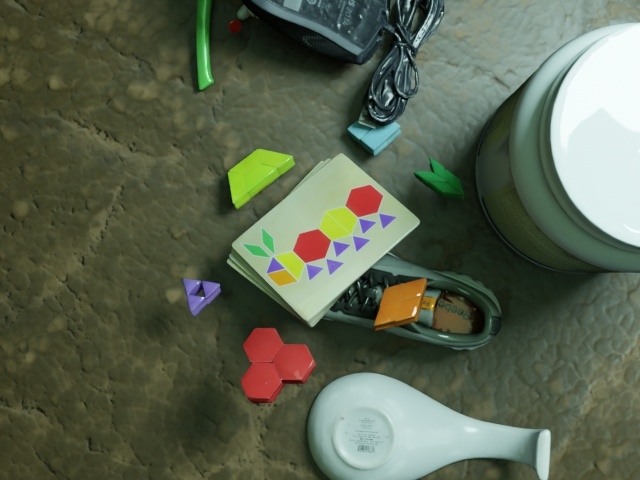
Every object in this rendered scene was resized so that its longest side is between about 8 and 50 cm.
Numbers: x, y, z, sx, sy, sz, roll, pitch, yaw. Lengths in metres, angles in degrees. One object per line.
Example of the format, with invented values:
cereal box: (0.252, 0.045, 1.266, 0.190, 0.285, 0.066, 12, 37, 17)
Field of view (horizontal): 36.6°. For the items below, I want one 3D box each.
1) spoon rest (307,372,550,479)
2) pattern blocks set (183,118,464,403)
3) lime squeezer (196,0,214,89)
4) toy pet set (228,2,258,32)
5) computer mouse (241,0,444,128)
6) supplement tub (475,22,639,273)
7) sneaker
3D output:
spoon rest: (0.120, 0.227, 1.105, 0.276, 0.084, 0.137, 4, 87, 14)
pattern blocks set: (0.000, 0.000, 1.072, 0.325, 0.026, 0.285, -34, 61, -7)
lime squeezer: (-0.179, -0.337, 1.140, 0.110, 0.059, 0.310, -34, 89, 29)
toy pet set: (-0.086, -0.323, 1.118, 0.114, 0.065, 0.122, -28, 122, -6)
computer mouse: (0.002, -0.261, 1.085, 0.272, 0.072, 0.188, 29, 75, -27)
supplement tub: (0.294, -0.084, 0.981, 0.235, 0.325, 0.235, 0, 88, 0)
sneaker: (0.076, 0.057, 1.087, 0.271, 0.108, 0.100, 13, 90, 2)
